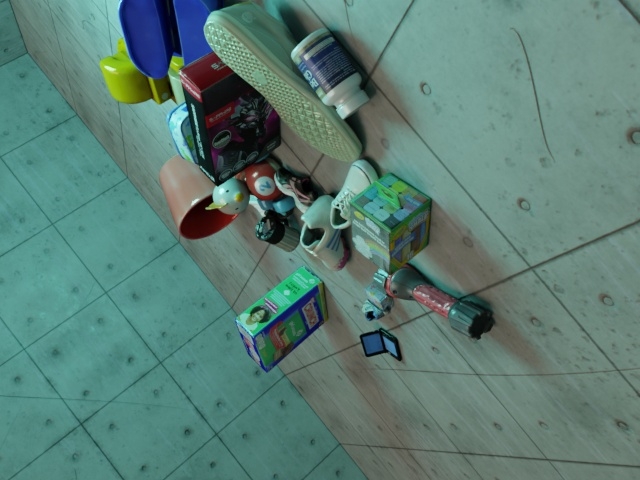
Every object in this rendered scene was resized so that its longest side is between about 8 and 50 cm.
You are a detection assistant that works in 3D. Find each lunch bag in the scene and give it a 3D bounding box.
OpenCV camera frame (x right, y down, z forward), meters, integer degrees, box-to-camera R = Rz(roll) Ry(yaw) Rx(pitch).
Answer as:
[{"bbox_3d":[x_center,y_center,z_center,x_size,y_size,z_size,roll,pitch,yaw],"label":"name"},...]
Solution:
[{"bbox_3d":[0.171,0.171,1.765,0.071,0.053,0.083,38,163,34],"label":"lunch bag"},{"bbox_3d":[-0.329,-0.342,1.747,0.090,0.219,0.176,28,150,33],"label":"lunch bag"}]

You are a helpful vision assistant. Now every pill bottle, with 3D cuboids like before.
[{"bbox_3d":[0.024,-0.335,1.227,0.169,0.094,0.094,54,158,-4],"label":"pill bottle"}]

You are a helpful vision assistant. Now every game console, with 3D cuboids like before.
[{"bbox_3d":[0.197,0.349,1.958,0.107,0.071,0.122,31,151,42],"label":"game console"}]

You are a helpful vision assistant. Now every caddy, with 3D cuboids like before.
[{"bbox_3d":[-0.357,-0.551,1.467,0.341,0.241,0.179,100,172,-60],"label":"caddy"}]

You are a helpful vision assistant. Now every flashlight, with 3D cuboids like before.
[{"bbox_3d":[0.265,0.138,1.467,0.304,0.103,0.103,30,146,45],"label":"flashlight"}]

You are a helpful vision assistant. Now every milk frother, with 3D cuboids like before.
[{"bbox_3d":[-0.112,-0.045,1.948,0.143,0.129,0.135,-10,158,35],"label":"milk frother"}]

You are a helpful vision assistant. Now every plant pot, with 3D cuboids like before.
[{"bbox_3d":[-0.455,-0.179,2.218,0.243,0.275,0.275,54,160,21],"label":"plant pot"}]

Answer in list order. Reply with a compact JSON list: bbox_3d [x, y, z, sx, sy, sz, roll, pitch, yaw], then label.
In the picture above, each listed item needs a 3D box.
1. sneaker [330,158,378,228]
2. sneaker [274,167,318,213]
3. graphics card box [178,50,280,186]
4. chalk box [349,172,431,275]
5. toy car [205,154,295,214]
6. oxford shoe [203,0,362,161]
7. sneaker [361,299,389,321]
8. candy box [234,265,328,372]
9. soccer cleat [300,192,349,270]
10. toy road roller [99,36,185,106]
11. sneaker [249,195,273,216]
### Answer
[{"bbox_3d":[0.079,-0.099,1.481,0.094,0.091,0.258,45,157,18],"label":"sneaker"},{"bbox_3d":[-0.059,-0.158,1.722,0.178,0.072,0.077,45,131,26],"label":"sneaker"},{"bbox_3d":[-0.218,-0.326,1.535,0.094,0.233,0.371,44,156,20],"label":"graphics card box"},{"bbox_3d":[0.156,-0.053,1.352,0.132,0.132,0.213,40,154,30],"label":"chalk box"},{"bbox_3d":[-0.237,-0.149,1.832,0.210,0.238,0.219,13,137,57],"label":"toy car"},{"bbox_3d":[-0.055,-0.353,1.337,0.449,0.130,0.169,43,155,-18],"label":"oxford shoe"},{"bbox_3d":[0.155,0.220,1.862,0.052,0.058,0.135,56,158,-9],"label":"sneaker"},{"bbox_3d":[-0.130,0.285,2.174,0.122,0.317,0.268,37,154,30],"label":"candy box"},{"bbox_3d":[0.000,0.000,1.718,0.116,0.143,0.331,40,155,28],"label":"soccer cleat"},{"bbox_3d":[-0.505,-0.496,1.826,0.329,0.240,0.202,41,156,25],"label":"toy road roller"},{"bbox_3d":[-0.208,-0.117,2.070,0.134,0.051,0.070,17,134,49],"label":"sneaker"}]
